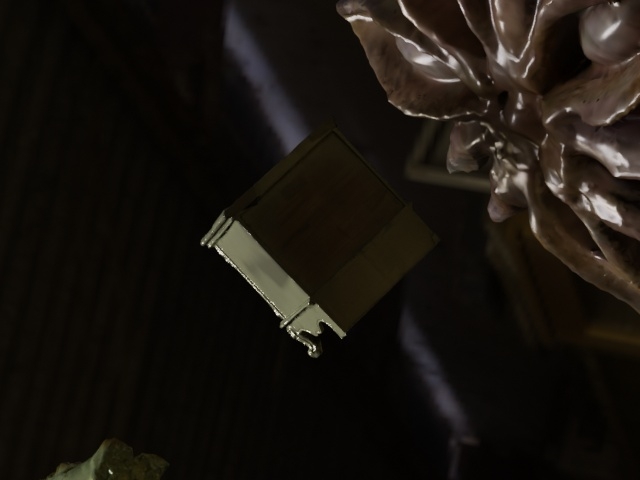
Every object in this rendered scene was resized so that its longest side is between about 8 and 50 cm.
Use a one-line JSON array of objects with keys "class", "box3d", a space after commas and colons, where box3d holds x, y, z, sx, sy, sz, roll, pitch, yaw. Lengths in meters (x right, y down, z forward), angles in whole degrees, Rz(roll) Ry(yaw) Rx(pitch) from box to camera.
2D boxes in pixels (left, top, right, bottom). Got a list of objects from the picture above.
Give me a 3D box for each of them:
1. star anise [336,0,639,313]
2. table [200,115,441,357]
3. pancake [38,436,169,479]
[{"class": "star anise", "box3d": [0.132, -0.076, 0.861, 0.109, 0.349, 0.292, -43, -41, -17]}, {"class": "table", "box3d": [0.000, 0.000, 0.880, 0.079, 0.083, 0.062, -43, 0, -20]}, {"class": "pancake", "box3d": [-0.146, 0.271, 1.347, 0.377, 0.197, 0.054, 85, -169, -50]}]
